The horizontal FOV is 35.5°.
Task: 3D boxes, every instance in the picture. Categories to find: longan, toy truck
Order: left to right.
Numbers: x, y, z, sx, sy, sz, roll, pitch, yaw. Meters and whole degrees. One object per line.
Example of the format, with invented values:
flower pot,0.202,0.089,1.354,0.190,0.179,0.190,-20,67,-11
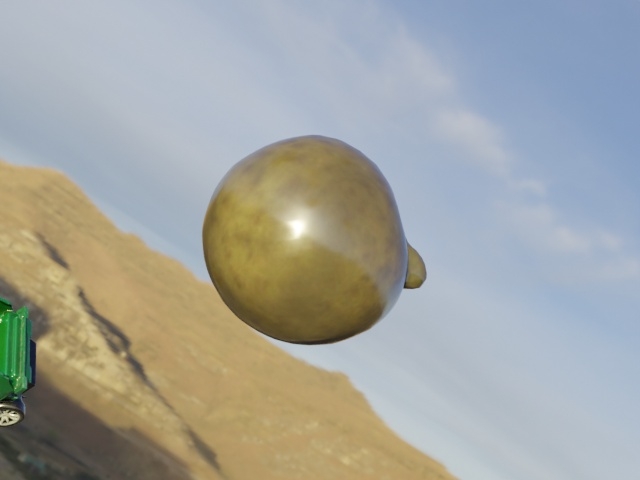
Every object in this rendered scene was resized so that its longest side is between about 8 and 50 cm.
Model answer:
toy truck,-0.247,0.097,0.642,0.079,0.147,0.065,35,32,-41
longan,0.000,0.000,0.492,0.119,0.106,0.106,8,2,-30
